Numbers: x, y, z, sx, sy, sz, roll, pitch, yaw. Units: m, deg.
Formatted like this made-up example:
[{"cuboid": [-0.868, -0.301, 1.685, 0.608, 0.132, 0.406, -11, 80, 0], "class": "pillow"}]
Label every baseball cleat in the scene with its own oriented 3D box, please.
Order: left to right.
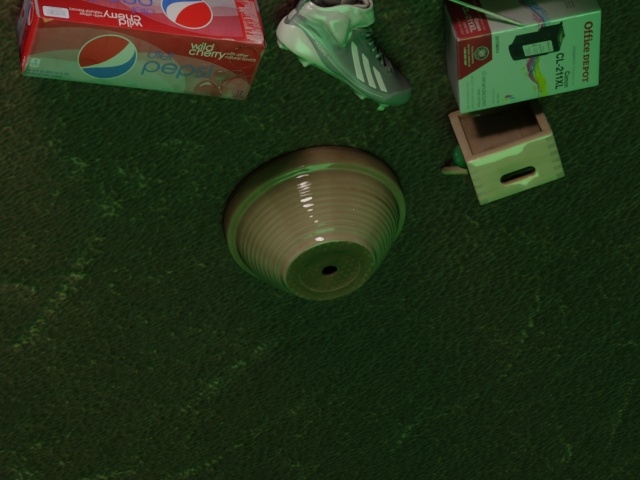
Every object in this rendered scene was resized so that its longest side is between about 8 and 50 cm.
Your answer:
[{"cuboid": [0.049, -0.224, 2.100, 0.206, 0.072, 0.109, 20, 122, -39], "class": "baseball cleat"}]

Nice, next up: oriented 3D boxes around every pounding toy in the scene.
[{"cuboid": [0.217, -0.108, 2.254, 0.141, 0.130, 0.100, -19, 128, 4], "class": "pounding toy"}]

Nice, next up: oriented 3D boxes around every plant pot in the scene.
[{"cuboid": [0.000, 0.000, 2.311, 0.237, 0.109, 0.237, -8, 140, -7], "class": "plant pot"}]

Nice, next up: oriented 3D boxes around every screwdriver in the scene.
[{"cuboid": [0.153, -0.272, 2.065, 0.170, 0.025, 0.024, 22, 124, -2], "class": "screwdriver"}]

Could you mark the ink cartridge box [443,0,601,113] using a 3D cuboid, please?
[{"cuboid": [0.239, -0.233, 2.146, 0.175, 0.072, 0.127, -12, 139, -3], "class": "ink cartridge box"}]

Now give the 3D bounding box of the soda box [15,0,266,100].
[{"cuboid": [-0.198, -0.225, 2.008, 0.263, 0.083, 0.092, 5, 136, -22], "class": "soda box"}]
